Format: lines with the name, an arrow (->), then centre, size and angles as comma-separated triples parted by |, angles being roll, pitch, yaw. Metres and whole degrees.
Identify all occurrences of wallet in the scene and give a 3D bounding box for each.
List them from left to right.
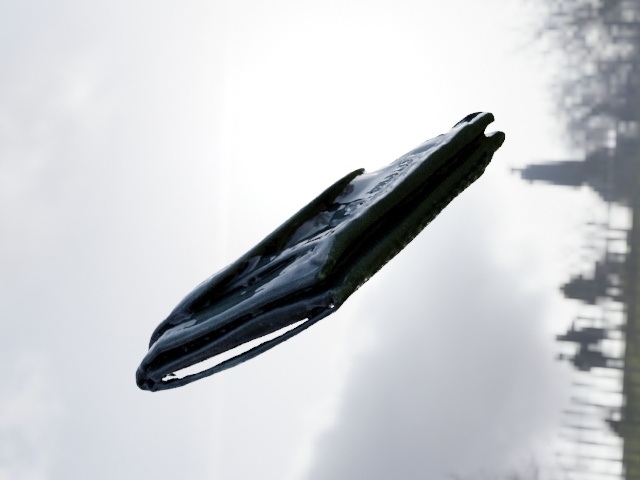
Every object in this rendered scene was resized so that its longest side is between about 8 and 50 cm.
wallet -> 0.000, 0.000, 1.338 | 0.075, 0.237, 0.342 | 56, -142, -6
